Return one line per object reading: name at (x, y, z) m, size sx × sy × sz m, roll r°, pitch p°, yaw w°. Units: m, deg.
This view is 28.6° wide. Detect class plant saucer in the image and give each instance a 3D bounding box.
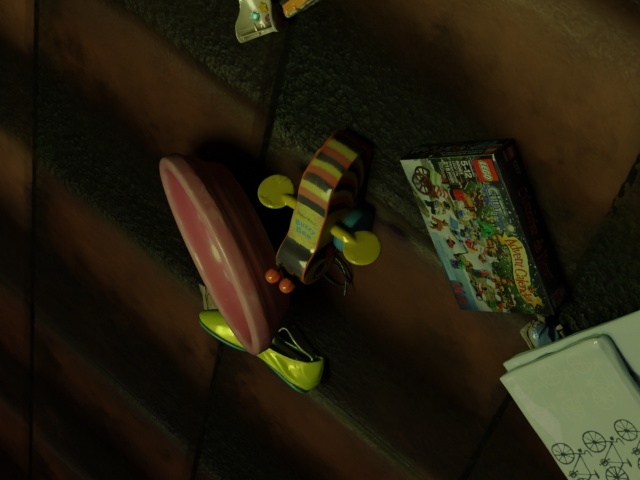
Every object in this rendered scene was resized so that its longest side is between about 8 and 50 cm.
plant saucer at (-0.139, 0.011, 1.912) m, size 0.332 × 0.084 × 0.332 m, roll 60°, pitch 167°, yaw 22°

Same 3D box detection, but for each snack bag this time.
snack bag at (0.426, 0.238, 1.546) m, size 0.342 × 0.037 × 0.323 m, roll -30°, pitch 94°, yaw 44°

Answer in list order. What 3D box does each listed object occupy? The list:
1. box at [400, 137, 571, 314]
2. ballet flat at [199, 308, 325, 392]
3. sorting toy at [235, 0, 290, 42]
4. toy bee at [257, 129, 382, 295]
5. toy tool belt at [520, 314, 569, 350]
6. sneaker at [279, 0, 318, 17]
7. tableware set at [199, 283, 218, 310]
box at (0.211, -0.015, 1.614) m, size 0.159 × 0.044 × 0.233 m, roll 0°, pitch 121°, yaw 48°
ballet flat at (-0.090, 0.161, 2.077) m, size 0.231 × 0.077 × 0.077 m, roll 34°, pitch 114°, yaw 8°
sorting toy at (-0.082, -0.312, 1.684) m, size 0.083 × 0.045 × 0.075 m, roll -5°, pitch 110°, yaw 50°
toy bee at (0.000, 0.000, 1.765) m, size 0.195 × 0.162 × 0.298 m, roll 16°, pitch 132°, yaw 37°
toy tool belt at (0.303, 0.134, 1.639) m, size 0.083 × 0.052 × 0.051 m, roll 47°, pitch 153°, yaw 5°
sneaker at (-0.003, -0.345, 1.530) m, size 0.215 × 0.084 × 0.083 m, roll -24°, pitch 97°, yaw 55°
tableware set at (-0.146, 0.112, 2.148) m, size 0.169 × 0.020 × 0.141 m, roll 37°, pitch 142°, yaw 20°
